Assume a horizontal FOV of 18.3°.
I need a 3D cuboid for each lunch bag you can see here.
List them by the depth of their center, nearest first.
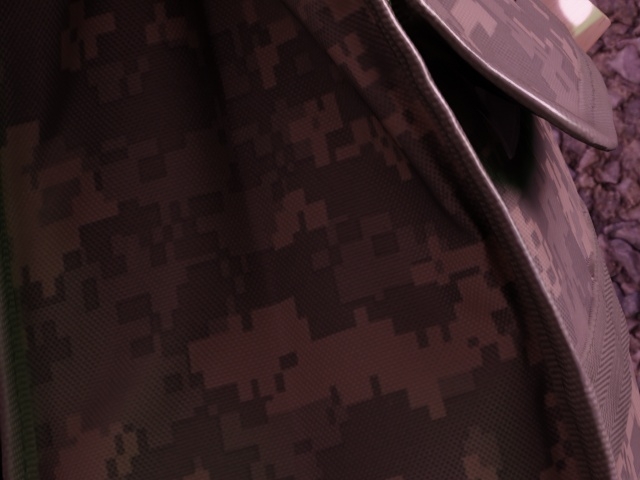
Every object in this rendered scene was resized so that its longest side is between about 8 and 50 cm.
[{"bbox_3d":[0.000,0.000,0.544,0.235,0.169,0.287,-76,151,-76],"label":"lunch bag"}]

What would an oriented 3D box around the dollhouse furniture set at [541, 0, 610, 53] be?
[{"bbox_3d":[-0.106,-0.133,0.779,0.355,0.174,0.303,41,-3,-10],"label":"dollhouse furniture set"}]
